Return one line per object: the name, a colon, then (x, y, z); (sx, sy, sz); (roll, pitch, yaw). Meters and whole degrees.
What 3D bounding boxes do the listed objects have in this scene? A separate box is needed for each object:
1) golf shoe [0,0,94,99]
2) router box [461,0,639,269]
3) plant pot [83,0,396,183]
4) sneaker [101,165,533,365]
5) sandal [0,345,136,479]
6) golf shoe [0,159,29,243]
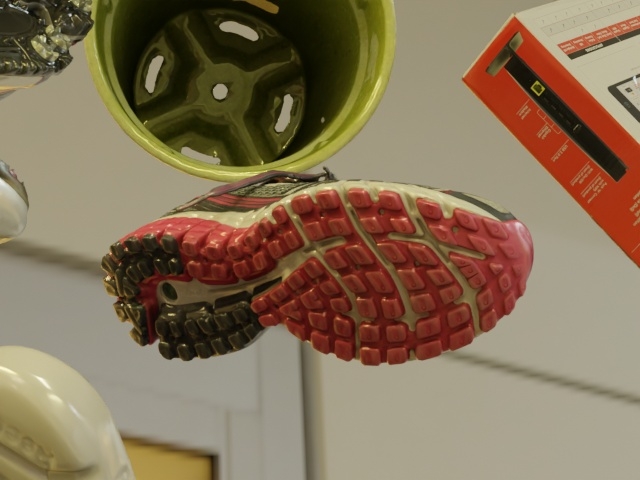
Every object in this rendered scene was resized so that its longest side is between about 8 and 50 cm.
golf shoe: (-0.252, -0.141, 1.498); (0.105, 0.273, 0.120); (44, -76, -3)
router box: (0.323, -0.091, 1.704); (0.335, 0.301, 0.082); (-22, -24, -53)
plant pot: (-0.085, -0.167, 1.838); (0.276, 0.276, 0.254); (1, -8, -7)
sneaker: (0.000, 0.000, 1.216); (0.299, 0.112, 0.121); (0, -61, 38)
sandal: (-0.125, 0.229, 1.212); (0.169, 0.102, 0.416); (18, -48, 28)
golf shoe: (-0.215, -0.006, 0.927); (0.067, 0.086, 0.186); (-20, -17, 39)
